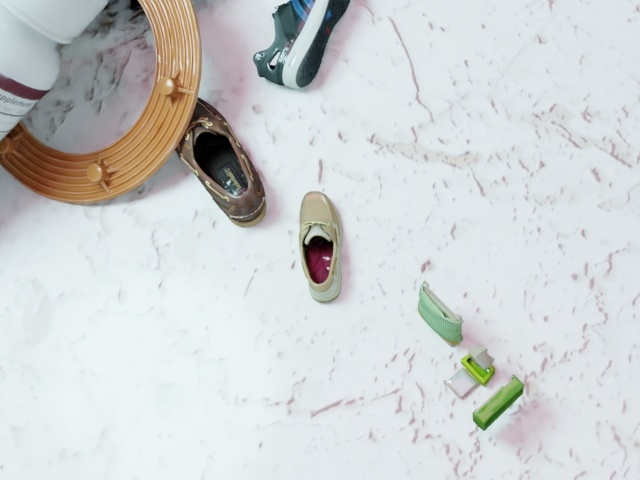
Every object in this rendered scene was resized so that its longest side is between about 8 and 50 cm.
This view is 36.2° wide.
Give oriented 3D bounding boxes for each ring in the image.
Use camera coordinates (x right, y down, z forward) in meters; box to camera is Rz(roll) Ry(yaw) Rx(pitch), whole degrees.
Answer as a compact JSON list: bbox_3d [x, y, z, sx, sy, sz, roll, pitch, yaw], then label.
[{"bbox_3d":[-0.295,-0.213,1.171,0.336,0.032,0.337,1,92,22],"label":"ring"}]

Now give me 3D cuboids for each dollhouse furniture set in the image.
[{"bbox_3d":[0.136,0.120,1.012,0.058,0.076,0.152,-40,67,-9],"label":"dollhouse furniture set"}]

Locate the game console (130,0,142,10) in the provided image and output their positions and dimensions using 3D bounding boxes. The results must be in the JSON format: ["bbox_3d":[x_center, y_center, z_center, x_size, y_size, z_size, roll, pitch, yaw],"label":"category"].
[{"bbox_3d":[-0.200,-0.357,1.274,0.122,0.071,0.107,-21,84,-1],"label":"game console"}]

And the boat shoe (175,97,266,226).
[{"bbox_3d":[-0.129,-0.110,1.159,0.073,0.073,0.207,-36,65,-6],"label":"boat shoe"}]

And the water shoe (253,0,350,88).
[{"bbox_3d":[-0.021,-0.286,1.216,0.080,0.073,0.203,17,70,18],"label":"water shoe"}]

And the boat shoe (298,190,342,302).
[{"bbox_3d":[0.000,0.000,1.103,0.050,0.045,0.135,-11,66,5],"label":"boat shoe"}]

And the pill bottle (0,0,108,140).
[{"bbox_3d":[-0.435,-0.190,1.080,0.392,0.224,0.224,-44,66,10],"label":"pill bottle"}]
